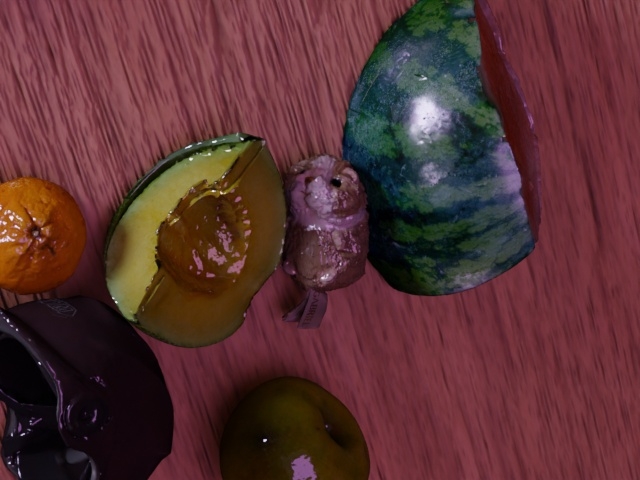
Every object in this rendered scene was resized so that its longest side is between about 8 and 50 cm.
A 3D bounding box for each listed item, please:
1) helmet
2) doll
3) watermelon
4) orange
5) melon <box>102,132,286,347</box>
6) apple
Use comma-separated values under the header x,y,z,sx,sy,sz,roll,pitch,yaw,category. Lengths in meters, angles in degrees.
x,y,z,sx,sy,sz,roll,pitch,yaw,category
-0.267,0.169,1.937,0.177,0.225,0.305,-24,123,-28,helmet
0.006,0.003,2.080,0.115,0.105,0.221,-27,120,-64,doll
0.177,-0.112,2.073,0.319,0.222,0.292,-40,120,-10,watermelon
-0.328,-0.004,1.923,0.136,0.117,0.135,-6,109,-17,orange
-0.148,0.010,2.013,0.265,0.129,0.169,-58,139,-17,melon
-0.036,0.264,2.092,0.157,0.196,0.196,-41,119,16,apple
